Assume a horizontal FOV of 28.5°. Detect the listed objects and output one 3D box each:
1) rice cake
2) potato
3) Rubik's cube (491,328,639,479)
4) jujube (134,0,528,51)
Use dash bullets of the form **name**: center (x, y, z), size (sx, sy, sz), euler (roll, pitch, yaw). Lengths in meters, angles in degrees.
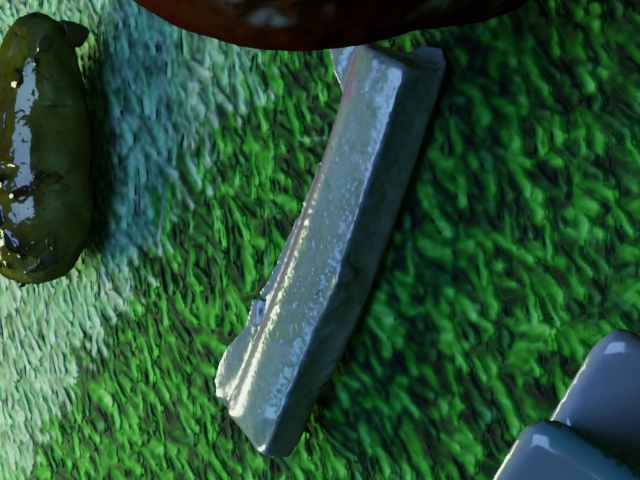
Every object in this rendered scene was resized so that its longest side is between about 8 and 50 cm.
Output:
- **rice cake**: center (0.002, 0.003, 0.821), size (0.081, 0.051, 0.290), euler (30, 109, 32)
- **potato**: center (-0.233, -0.073, 1.032), size (0.117, 0.090, 0.225), euler (8, 97, 45)
- **Rubik's cube**: center (0.119, 0.253, 0.432), size (0.358, 0.387, 0.368), euler (31, 120, 14)
- **jujube**: center (0.009, -0.202, 0.624), size (0.223, 0.318, 0.223), euler (0, 91, 45)
